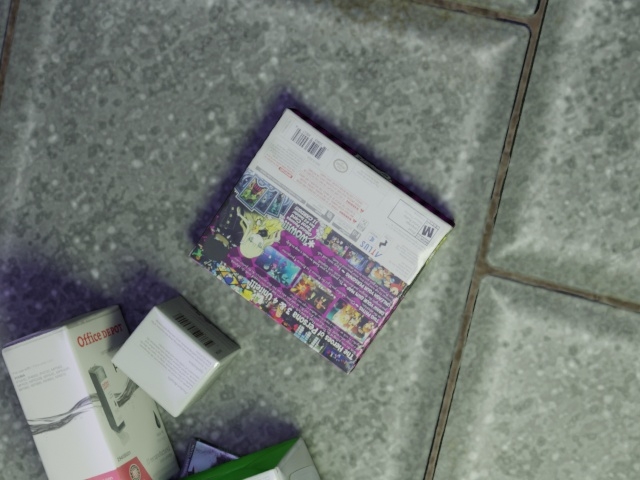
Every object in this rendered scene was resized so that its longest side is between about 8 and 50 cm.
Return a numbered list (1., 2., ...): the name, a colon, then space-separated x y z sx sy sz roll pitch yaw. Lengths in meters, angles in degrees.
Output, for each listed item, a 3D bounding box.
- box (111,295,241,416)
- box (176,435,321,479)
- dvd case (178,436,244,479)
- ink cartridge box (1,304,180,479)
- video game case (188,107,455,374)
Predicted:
1. box: -0.163 0.131 1.644 0.101 0.102 0.087 40 101 6
2. box: -0.105 0.383 1.631 0.262 0.127 0.231 -23 94 17
3. dvd case: -0.108 0.292 1.692 0.119 0.013 0.087 21 100 12
4. ink cartridge box: -0.260 0.196 1.644 0.092 0.158 0.217 -22 91 16
5. video game case: 0.000 0.000 1.621 0.232 0.042 0.210 36 102 8
